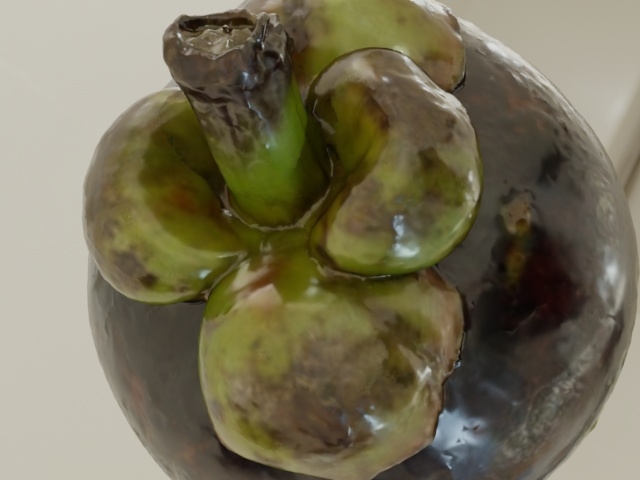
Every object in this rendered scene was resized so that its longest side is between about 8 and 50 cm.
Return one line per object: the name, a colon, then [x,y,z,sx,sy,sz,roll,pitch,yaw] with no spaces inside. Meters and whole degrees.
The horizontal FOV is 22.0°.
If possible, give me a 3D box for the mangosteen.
mangosteen: [0.000,0.000,0.537,0.192,0.192,0.217,22,-12,34]
